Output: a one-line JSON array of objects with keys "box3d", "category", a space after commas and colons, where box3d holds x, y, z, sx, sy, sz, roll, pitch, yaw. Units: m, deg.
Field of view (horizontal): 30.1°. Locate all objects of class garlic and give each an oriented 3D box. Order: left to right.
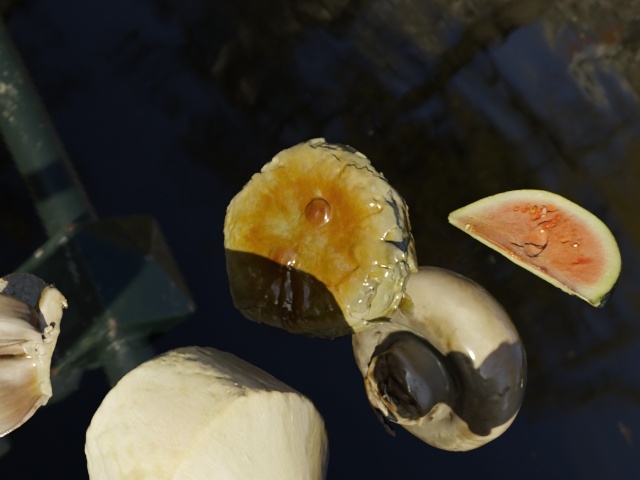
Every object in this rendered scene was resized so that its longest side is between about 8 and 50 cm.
[{"box3d": [-0.468, 0.159, 1.546, 0.292, 0.237, 0.210, -9, 82, -13], "category": "garlic"}]

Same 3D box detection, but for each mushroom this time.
[{"box3d": [0.196, 0.228, 2.177, 0.294, 0.362, 0.362, -32, 86, -33], "category": "mushroom"}]

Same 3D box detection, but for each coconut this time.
[{"box3d": [-0.123, 0.284, 1.442, 0.329, 0.329, 0.329, 29, 42, -30], "category": "coconut"}]

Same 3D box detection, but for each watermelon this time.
[{"box3d": [0.371, 0.025, 1.966, 0.303, 0.128, 0.159, 34, 55, 31], "category": "watermelon"}]

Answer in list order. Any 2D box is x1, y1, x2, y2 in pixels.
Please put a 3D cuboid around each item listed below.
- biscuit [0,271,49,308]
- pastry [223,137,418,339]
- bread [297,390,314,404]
[{"box3d": [-0.485, 0.124, 1.925, 0.152, 0.020, 0.152, 10, 76, -46], "category": "biscuit"}, {"box3d": [0.000, 0.000, 1.819, 0.136, 0.329, 0.330, 19, 45, -61], "category": "pastry"}, {"box3d": [-0.051, 0.309, 1.977, 0.071, 0.130, 0.139, -5, 20, -16], "category": "bread"}]
